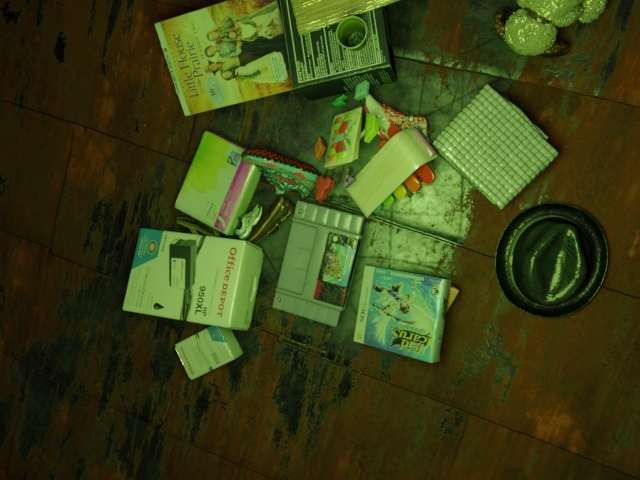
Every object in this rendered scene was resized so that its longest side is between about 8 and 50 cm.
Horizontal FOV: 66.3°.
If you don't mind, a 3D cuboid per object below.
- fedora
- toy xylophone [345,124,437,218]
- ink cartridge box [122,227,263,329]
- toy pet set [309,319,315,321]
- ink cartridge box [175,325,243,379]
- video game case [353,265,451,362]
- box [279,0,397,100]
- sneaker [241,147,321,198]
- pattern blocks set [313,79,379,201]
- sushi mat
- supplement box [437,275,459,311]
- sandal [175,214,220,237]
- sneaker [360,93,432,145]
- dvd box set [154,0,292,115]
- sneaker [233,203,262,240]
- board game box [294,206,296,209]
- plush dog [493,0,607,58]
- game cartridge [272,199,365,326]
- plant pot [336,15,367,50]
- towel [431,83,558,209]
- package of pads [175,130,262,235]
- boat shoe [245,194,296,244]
[{"bbox_3d":[0.649,0.062,1.365,0.333,0.152,0.334,1,95,15],"label":"fedora"},{"bbox_3d":[0.180,-0.214,1.449,0.322,0.081,0.236,-35,81,41],"label":"toy xylophone"},{"bbox_3d":[-0.419,0.128,1.638,0.394,0.166,0.286,6,80,15],"label":"ink cartridge box"},{"bbox_3d":[-0.013,0.206,1.627,0.122,0.065,0.114,-25,53,14],"label":"toy pet set"},{"bbox_3d":[-0.393,0.383,1.727,0.190,0.082,0.140,-28,86,17],"label":"ink cartridge box"},{"bbox_3d":[0.242,0.215,1.482,0.269,0.061,0.245,8,90,36],"label":"video game case"},{"bbox_3d":[0.056,-0.607,1.463,0.293,0.182,0.297,-8,91,15],"label":"box"},{"bbox_3d":[-0.134,-0.203,1.551,0.261,0.104,0.125,18,110,-18],"label":"sneaker"},{"bbox_3d":[0.067,-0.301,1.457,0.285,0.026,0.325,-23,58,48],"label":"pattern blocks set"},{"bbox_3d":[0.066,-0.687,1.352,0.316,0.019,0.152,-13,88,16],"label":"sushi mat"},{"bbox_3d":[0.337,0.229,1.508,0.078,0.080,0.234,30,100,13],"label":"supplement box"},{"bbox_3d":[-0.426,-0.039,1.712,0.180,0.072,0.049,19,115,15],"label":"sandal"},{"bbox_3d":[0.234,-0.362,1.483,0.145,0.090,0.270,-30,90,15],"label":"sneaker"},{"bbox_3d":[-0.295,-0.599,1.583,0.420,0.062,0.308,-8,111,16],"label":"dvd box set"},{"bbox_3d":[-0.242,-0.069,1.633,0.058,0.052,0.135,35,74,-22],"label":"sneaker"},{"bbox_3d":[0.000,0.000,1.594,0.194,0.060,0.194,12,98,15],"label":"board game box"},{"bbox_3d":[0.600,-0.610,1.321,0.262,0.210,0.225,32,126,11],"label":"plush dog"},{"bbox_3d":[-0.004,0.071,1.534,0.230,0.068,0.355,15,96,19],"label":"game cartridge"},{"bbox_3d":[0.091,-0.548,1.323,0.083,0.079,0.083,1,94,15],"label":"plant pot"},{"bbox_3d":[0.491,-0.262,1.399,0.283,0.121,0.235,43,97,2],"label":"towel"},{"bbox_3d":[-0.340,-0.194,1.654,0.229,0.101,0.297,27,101,12],"label":"package of pads"},{"bbox_3d":[-0.166,-0.055,1.632,0.073,0.073,0.207,33,114,-30],"label":"boat shoe"}]
